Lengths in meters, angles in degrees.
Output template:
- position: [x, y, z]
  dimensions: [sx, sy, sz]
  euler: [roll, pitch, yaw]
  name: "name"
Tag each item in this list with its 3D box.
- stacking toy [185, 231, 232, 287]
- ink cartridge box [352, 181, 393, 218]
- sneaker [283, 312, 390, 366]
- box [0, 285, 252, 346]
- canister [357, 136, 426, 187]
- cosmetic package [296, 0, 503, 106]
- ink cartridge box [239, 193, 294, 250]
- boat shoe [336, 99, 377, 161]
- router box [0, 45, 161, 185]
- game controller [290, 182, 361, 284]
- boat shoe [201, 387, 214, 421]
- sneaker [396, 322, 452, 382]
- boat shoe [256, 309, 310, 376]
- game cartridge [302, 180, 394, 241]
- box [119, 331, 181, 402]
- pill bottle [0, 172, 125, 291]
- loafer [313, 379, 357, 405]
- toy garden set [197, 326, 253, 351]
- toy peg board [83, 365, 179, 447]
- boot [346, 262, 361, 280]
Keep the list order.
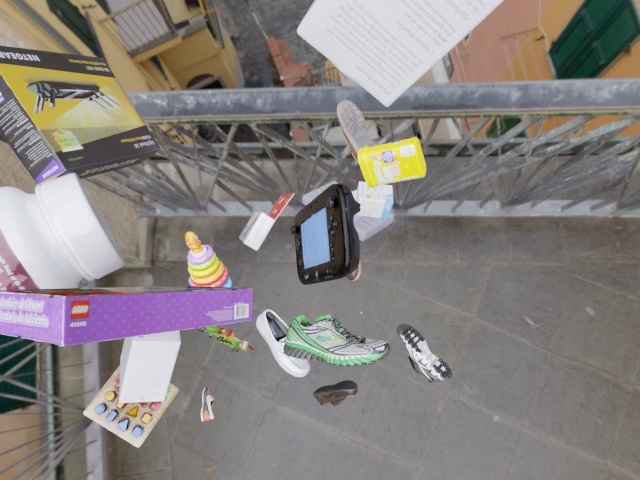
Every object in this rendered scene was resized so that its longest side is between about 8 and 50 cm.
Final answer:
- position: [-0.487, 0.080, 1.734]
  dimensions: [0.166, 0.301, 0.175]
  euler: [-25, 41, -18]
  name: "stacking toy"
- position: [0.184, -0.148, 1.544]
  dimensions: [0.143, 0.089, 0.092]
  euler: [7, 51, -4]
  name: "ink cartridge box"
- position: [0.043, 0.299, 1.282]
  dimensions: [0.344, 0.134, 0.146]
  euler: [3, 81, 24]
  name: "sneaker"
- position: [-0.271, 0.097, 0.612]
  dimensions: [0.201, 0.293, 0.057]
  euler: [-3, 84, 32]
  name: "box"
- position: [0.210, -0.226, 1.233]
  dimensions: [0.170, 0.126, 0.073]
  euler: [-7, 40, 26]
  name: "canister"
- position: [0.206, -0.647, 1.094]
  dimensions: [0.330, 0.394, 0.327]
  euler: [33, 52, -20]
  name: "cosmetic package"
- position: [-0.228, -0.096, 1.715]
  dimensions: [0.066, 0.296, 0.261]
  euler: [33, 86, -15]
  name: "ink cartridge box"
- position: [0.155, -0.492, 1.971]
  dimensions: [0.123, 0.116, 0.324]
  euler: [-21, 87, -16]
  name: "boat shoe"
- position: [-0.506, -0.258, 0.873]
  dimensions: [0.081, 0.309, 0.242]
  euler: [-26, 102, 19]
  name: "router box"
- position: [0.000, 0.000, 0.843]
  dimensions: [0.067, 0.319, 0.166]
  euler: [7, 79, -16]
  name: "game controller"
- position: [-0.408, 0.596, 1.544]
  dimensions: [0.043, 0.137, 0.049]
  euler: [-12, 122, -4]
  name: "boat shoe"
- position: [0.331, 0.392, 1.438]
  dimensions: [0.078, 0.106, 0.234]
  euler: [-26, 67, -41]
  name: "sneaker"
- position: [-0.123, 0.347, 1.428]
  dimensions: [0.258, 0.084, 0.095]
  euler: [47, 51, 8]
  name: "boat shoe"
- position: [0.117, -0.135, 1.868]
  dimensions: [0.355, 0.068, 0.230]
  euler: [34, 48, 28]
  name: "game cartridge"
- position: [-0.364, 0.235, 0.897]
  dimensions: [0.091, 0.130, 0.170]
  euler: [10, 117, -28]
  name: "box"
- position: [-0.562, 0.047, 0.704]
  dimensions: [0.392, 0.224, 0.224]
  euler: [-27, 78, -19]
  name: "pill bottle"
- position: [0.071, 0.632, 1.733]
  dimensions: [0.220, 0.080, 0.078]
  euler: [-25, 89, 38]
  name: "loafer"
- position: [-0.393, 0.420, 1.774]
  dimensions: [0.204, 0.244, 0.049]
  euler: [0, 55, 40]
  name: "toy garden set"
- position: [-0.465, 0.396, 1.046]
  dimensions: [0.161, 0.079, 0.160]
  euler: [35, 61, -6]
  name: "toy peg board"
- position: [0.026, 0.034, 1.512]
  dimensions: [0.090, 0.207, 0.248]
  euler: [-49, 46, 30]
  name: "boot"
